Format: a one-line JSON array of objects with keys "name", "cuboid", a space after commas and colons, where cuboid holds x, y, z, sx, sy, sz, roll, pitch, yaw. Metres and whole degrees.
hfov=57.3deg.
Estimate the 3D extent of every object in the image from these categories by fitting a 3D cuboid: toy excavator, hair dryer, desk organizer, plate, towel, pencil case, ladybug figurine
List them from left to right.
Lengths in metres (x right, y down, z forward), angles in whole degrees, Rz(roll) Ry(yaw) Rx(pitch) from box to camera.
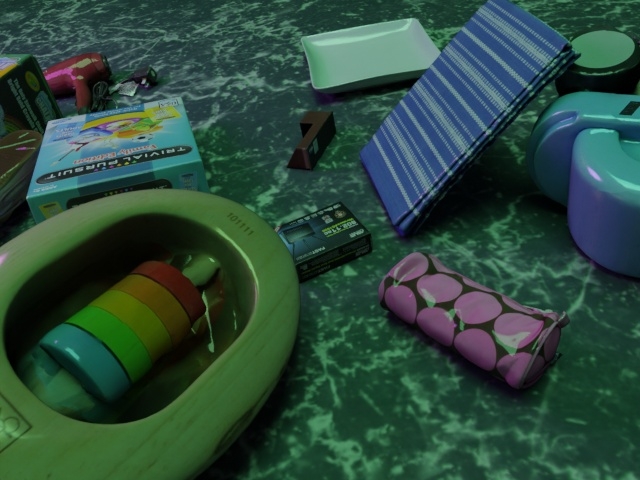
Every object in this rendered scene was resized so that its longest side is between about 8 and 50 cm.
[{"name": "hair dryer", "cuboid": [-0.545, -0.355, 1.335, 0.293, 0.080, 0.224, 8, 45, 21]}, {"name": "ladybug figurine", "cuboid": [-0.208, 0.116, 0.616, 0.305, 0.162, 0.449, 41, 46, 9]}, {"name": "desk organizer", "cuboid": [-0.019, -0.183, 1.055, 0.050, 0.047, 0.130, 7, 43, 22]}, {"name": "plate", "cuboid": [0.107, -0.399, 1.278, 0.278, 0.045, 0.277, -11, 40, -1]}, {"name": "towel", "cuboid": [0.194, -0.188, 0.868, 0.336, 0.040, 0.243, -49, 33, 23]}, {"name": "pencil case", "cuboid": [0.171, 0.083, 0.679, 0.209, 0.095, 0.098, 29, 85, 36]}, {"name": "toy excavator", "cuboid": [0.439, -0.015, 0.678, 0.433, 0.222, 0.445, 13, 59, 28]}]

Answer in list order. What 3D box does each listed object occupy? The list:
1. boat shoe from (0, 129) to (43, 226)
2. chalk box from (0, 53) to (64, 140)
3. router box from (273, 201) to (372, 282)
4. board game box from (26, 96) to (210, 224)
[{"name": "boat shoe", "cuboid": [-0.568, -0.062, 0.994, 0.109, 0.098, 0.302, 16, 52, 14]}, {"name": "chalk box", "cuboid": [-0.652, -0.256, 1.169, 0.179, 0.180, 0.289, 3, 41, 14]}, {"name": "router box", "cuboid": [0.000, 0.000, 0.846, 0.122, 0.038, 0.092, -24, 43, -15]}, {"name": "board game box", "cuboid": [-0.339, -0.141, 1.002, 0.253, 0.079, 0.336, -14, 33, -11]}]
